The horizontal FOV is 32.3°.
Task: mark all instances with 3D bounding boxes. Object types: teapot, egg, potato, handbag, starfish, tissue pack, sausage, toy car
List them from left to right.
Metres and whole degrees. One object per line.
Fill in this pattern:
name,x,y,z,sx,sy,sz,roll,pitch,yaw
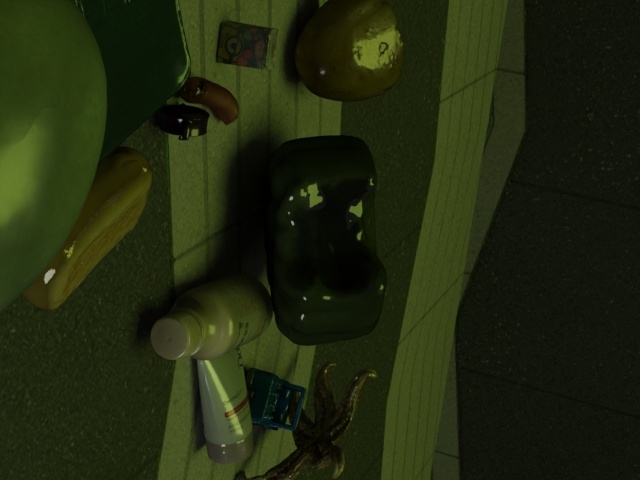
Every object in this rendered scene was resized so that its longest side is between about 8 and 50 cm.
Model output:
egg,-0.322,-0.079,0.945,0.352,0.258,0.258,-64,158,-18
handbag,-0.271,-0.214,1.238,0.326,0.089,0.238,-52,149,-46
teapot,-0.189,-0.162,1.529,0.100,0.068,0.045,-116,-146,-66
sausage,-0.158,-0.206,1.612,0.177,0.040,0.047,15,75,-73
tissue pack,-0.107,-0.287,1.632,0.035,0.083,0.063,-29,130,-66
toy car,-0.087,0.303,2.064,0.191,0.100,0.097,49,55,-70
starfish,-0.017,0.373,2.122,0.327,0.375,0.094,-48,109,-10
potato,0.031,-0.314,1.894,0.158,0.178,0.203,-40,157,-33

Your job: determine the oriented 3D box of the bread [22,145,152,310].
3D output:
bread,-0.287,-0.023,1.295,0.217,0.098,0.147,-51,170,-44

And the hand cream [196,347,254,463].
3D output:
hand cream,-0.163,0.252,1.878,0.133,0.083,0.247,-45,135,-58

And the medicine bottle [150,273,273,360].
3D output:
medicine bottle,-0.170,0.124,1.698,0.252,0.114,0.114,-18,120,-67

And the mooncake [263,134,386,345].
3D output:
mooncake,0.000,0.000,1.846,0.351,0.187,0.351,173,-90,-85
